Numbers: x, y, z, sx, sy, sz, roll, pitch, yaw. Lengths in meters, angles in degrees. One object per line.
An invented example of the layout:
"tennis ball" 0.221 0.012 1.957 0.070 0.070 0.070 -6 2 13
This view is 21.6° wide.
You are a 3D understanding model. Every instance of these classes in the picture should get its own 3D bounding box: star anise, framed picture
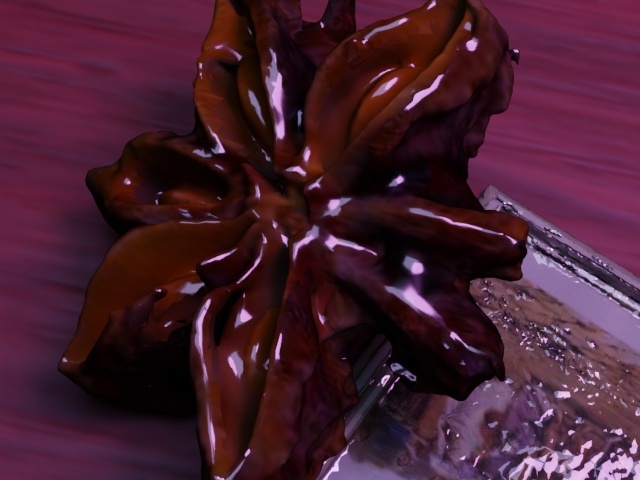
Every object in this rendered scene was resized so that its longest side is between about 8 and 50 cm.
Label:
"star anise" 0.000 0.000 0.667 0.220 0.126 0.190 -48 44 2
"framed picture" 0.125 0.120 0.677 0.274 0.017 0.217 31 68 12
